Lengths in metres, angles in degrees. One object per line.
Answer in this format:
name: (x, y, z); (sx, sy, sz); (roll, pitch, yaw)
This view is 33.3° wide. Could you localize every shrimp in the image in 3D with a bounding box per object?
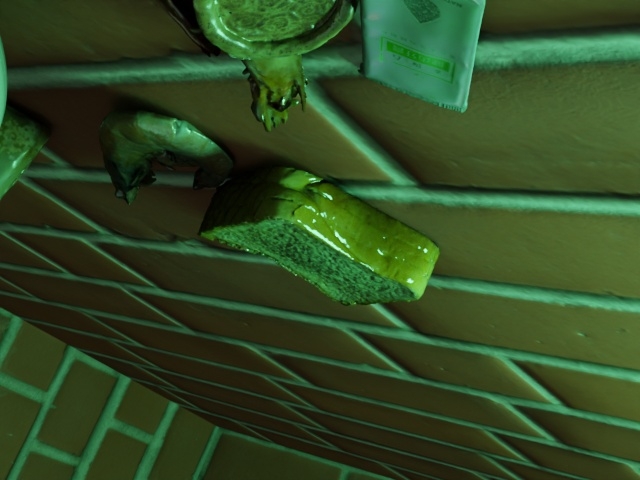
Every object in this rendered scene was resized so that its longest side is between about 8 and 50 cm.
shrimp: (-0.175, -0.079, 1.166); (0.143, 0.052, 0.251); (19, 165, -10)
shrimp: (-0.074, -0.162, 0.779); (0.133, 0.053, 0.236); (11, 155, 23)

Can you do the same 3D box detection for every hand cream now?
hand cream: (0.062, -0.147, 0.688); (0.079, 0.050, 0.275); (48, 172, 13)

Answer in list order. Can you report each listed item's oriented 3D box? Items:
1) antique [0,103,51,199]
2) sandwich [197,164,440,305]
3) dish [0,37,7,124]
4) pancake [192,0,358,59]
antique: (-0.473, -0.146, 1.234); (0.284, 0.150, 0.125); (36, 156, -14)
sandwich: (0.000, 0.000, 1.140); (0.214, 0.065, 0.186); (29, 161, -27)
dish: (-0.362, -0.191, 0.945); (0.273, 0.134, 0.273); (17, 128, 22)
pancake: (-0.029, -0.158, 0.705); (0.115, 0.011, 0.115); (-9, 146, -6)
